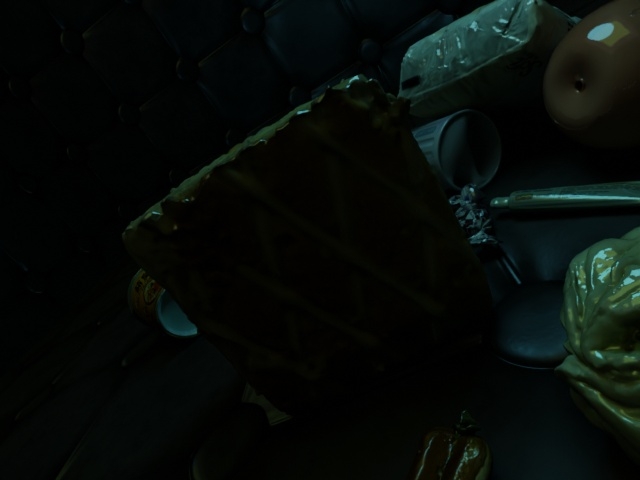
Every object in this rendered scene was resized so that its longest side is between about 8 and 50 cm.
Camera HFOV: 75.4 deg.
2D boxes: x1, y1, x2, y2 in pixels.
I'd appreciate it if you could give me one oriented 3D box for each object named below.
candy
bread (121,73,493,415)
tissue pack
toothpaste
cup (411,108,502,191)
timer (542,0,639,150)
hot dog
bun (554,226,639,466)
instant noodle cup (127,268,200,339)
[{"bbox_3d":[0.272,-0.037,0.756,0.094,0.051,0.226,-38,16,22],"label":"candy"},{"bbox_3d":[0.000,0.000,0.616,0.371,0.390,0.279,-33,25,8],"label":"bread"},{"bbox_3d":[0.404,-0.364,0.900,0.376,0.194,0.390,4,-4,-29],"label":"tissue pack"},{"bbox_3d":[0.391,-0.066,0.650,0.067,0.037,0.256,-41,24,-32],"label":"toothpaste"},{"bbox_3d":[0.251,-0.179,0.928,0.221,0.166,0.202,-31,15,-16],"label":"cup"},{"bbox_3d":[0.487,-0.260,0.650,0.215,0.229,0.229,-16,18,-10],"label":"timer"},{"bbox_3d":[0.104,0.245,0.369,0.072,0.055,0.188,-7,34,46],"label":"hot dog"},{"bbox_3d":[0.277,0.075,0.301,0.229,0.145,0.229,-171,90,-73],"label":"bun"},{"bbox_3d":[-0.380,0.158,1.104,0.216,0.215,0.172,-44,31,-23],"label":"instant noodle cup"}]
